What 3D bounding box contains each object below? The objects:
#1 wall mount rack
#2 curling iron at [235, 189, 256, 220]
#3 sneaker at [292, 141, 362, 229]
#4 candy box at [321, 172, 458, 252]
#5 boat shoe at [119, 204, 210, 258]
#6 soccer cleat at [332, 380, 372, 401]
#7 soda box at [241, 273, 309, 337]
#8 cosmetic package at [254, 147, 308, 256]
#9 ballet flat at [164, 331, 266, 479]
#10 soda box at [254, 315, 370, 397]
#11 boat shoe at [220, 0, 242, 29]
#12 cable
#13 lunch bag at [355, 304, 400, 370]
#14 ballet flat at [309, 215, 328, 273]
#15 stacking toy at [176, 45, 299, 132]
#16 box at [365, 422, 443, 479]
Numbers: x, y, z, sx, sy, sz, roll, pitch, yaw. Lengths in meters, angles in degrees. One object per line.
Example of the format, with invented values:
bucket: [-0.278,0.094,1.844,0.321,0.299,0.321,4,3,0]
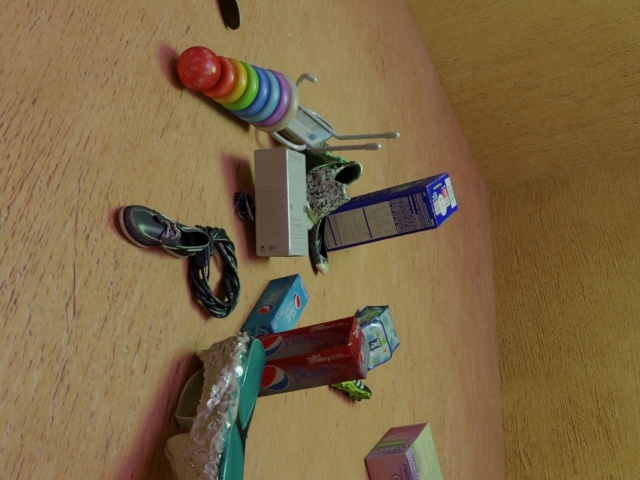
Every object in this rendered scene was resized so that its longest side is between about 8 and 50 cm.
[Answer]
wall mount rack: [0.021,-0.291,2.029,0.304,0.130,0.350,38,24,5]
curling iron: [-0.127,-0.110,1.840,0.068,0.035,0.274,70,23,-14]
sneaker: [0.024,-0.151,2.008,0.410,0.182,0.158,-79,151,-61]
candy box: [0.180,-0.076,2.180,0.268,0.317,0.122,-30,107,-66]
boat shoe: [-0.268,-0.020,1.415,0.206,0.065,0.075,31,49,-60]
soccer cleat: [0.079,0.352,2.030,0.179,0.060,0.072,41,39,-50]
soda box: [-0.091,0.153,1.723,0.210,0.071,0.067,-60,132,-60]
cosmetic package: [-0.084,-0.080,1.773,0.117,0.085,0.231,3,85,-71]
ballet flat: [-0.180,0.315,1.334,0.409,0.147,0.147,-81,149,-56]
soda box: [-0.043,0.224,1.543,0.083,0.263,0.092,-73,143,-53]
boat shoe: [-0.207,-0.557,1.894,0.045,0.050,0.135,-23,99,-62]
cable: [-0.201,0.063,1.566,0.150,0.047,0.185,34,44,-65]
lunch bag: [0.141,0.261,2.197,0.151,0.096,0.129,-37,114,-51]
ballet flat: [0.000,0.000,2.059,0.057,0.049,0.173,23,56,-62]
stacking toy: [-0.188,-0.331,1.736,0.330,0.141,0.141,11,67,-58]
box: [0.231,0.628,2.152,0.243,0.117,0.214,-19,95,-68]
